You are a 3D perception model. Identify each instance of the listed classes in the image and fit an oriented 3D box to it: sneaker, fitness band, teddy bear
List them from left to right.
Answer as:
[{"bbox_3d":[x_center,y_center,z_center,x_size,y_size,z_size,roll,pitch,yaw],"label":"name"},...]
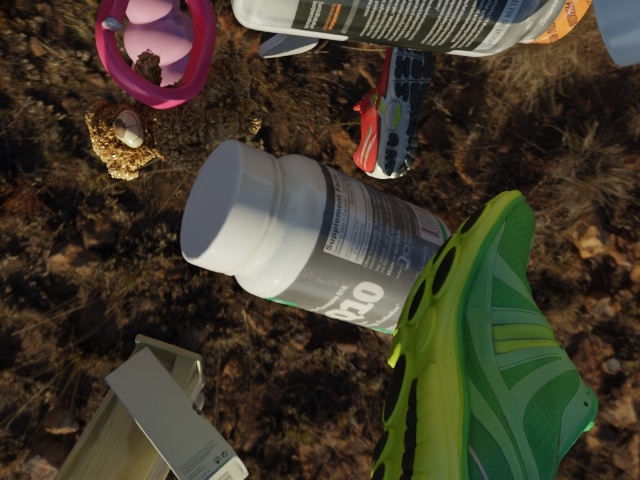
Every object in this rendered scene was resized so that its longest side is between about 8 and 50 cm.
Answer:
[{"bbox_3d":[-0.278,-0.371,1.099,0.054,0.291,0.209,-15,146,39],"label":"fitness band"},{"bbox_3d":[-0.274,-0.241,1.212,0.337,0.113,0.245,-5,109,-23],"label":"teddy bear"},{"bbox_3d":[-0.060,-0.426,1.121,0.104,0.295,0.147,-14,93,-16],"label":"sneaker"},{"bbox_3d":[0.112,-0.250,1.093,0.107,0.118,0.279,6,98,-45],"label":"sneaker"},{"bbox_3d":[0.116,0.089,0.430,0.123,0.296,0.109,27,141,-7],"label":"sneaker"}]

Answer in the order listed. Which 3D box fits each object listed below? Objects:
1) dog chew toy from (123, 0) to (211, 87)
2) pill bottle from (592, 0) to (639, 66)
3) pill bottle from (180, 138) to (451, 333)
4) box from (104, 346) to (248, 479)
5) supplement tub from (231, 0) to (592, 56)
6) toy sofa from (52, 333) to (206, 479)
[{"bbox_3d":[-0.384,-0.472,1.529,0.206,0.207,0.332,-13,124,-5],"label":"dog chew toy"},{"bbox_3d":[0.290,-0.185,0.370,0.229,0.131,0.131,-9,115,38],"label":"pill bottle"},{"bbox_3d":[0.000,0.000,0.900,0.361,0.204,0.204,20,103,-30],"label":"pill bottle"},{"bbox_3d":[-0.248,0.317,1.073,0.094,0.275,0.113,-38,148,-20],"label":"box"},{"bbox_3d":[0.082,-0.275,0.571,0.315,0.193,0.194,3,106,-13],"label":"supplement tub"},{"bbox_3d":[-0.362,0.382,1.206,0.150,0.363,0.177,16,138,8],"label":"toy sofa"}]
